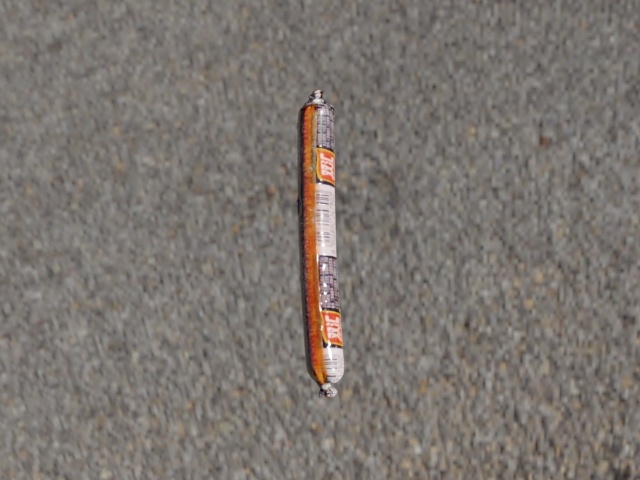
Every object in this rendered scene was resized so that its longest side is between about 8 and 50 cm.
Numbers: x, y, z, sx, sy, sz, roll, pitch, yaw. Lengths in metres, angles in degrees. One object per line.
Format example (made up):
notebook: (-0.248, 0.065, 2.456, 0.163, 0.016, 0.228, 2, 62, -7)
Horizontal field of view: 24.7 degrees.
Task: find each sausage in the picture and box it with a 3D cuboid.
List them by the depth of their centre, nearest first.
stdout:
sausage: (0.000, 0.000, 0.913, 0.028, 0.025, 0.198, 3, 75, -22)
